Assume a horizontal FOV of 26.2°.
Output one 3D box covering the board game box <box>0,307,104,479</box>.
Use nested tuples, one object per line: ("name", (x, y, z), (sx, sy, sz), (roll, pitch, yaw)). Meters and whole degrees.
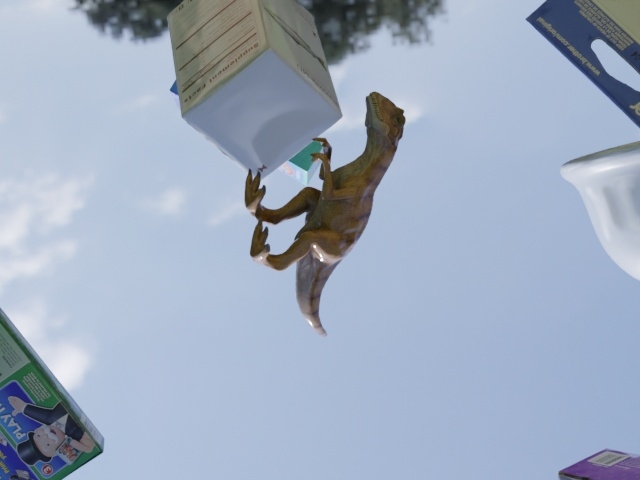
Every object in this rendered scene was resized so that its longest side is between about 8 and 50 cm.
("board game box", (-0.416, 0.163, 1.495), (0.214, 0.317, 0.046), (-35, -167, 3))

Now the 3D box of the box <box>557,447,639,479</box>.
("box", (0.300, 0.269, 1.001), (0.057, 0.200, 0.293), (-20, -174, -22))

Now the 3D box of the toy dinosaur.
("toy dinosaur", (0.000, 0.000, 0.945), (0.112, 0.211, 0.064), (6, -147, -28))

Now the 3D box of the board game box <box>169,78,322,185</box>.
("board game box", (-0.096, -0.153, 1.849), (0.210, 0.047, 0.160), (30, 175, 2))

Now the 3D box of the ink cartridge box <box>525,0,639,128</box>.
("ink cartridge box", (0.347, -0.212, 1.147), (0.311, 0.065, 0.186), (-38, -114, -6))

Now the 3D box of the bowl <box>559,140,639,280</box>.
("bowl", (0.336, -0.017, 1.019), (0.298, 0.134, 0.298), (-9, 179, 0))

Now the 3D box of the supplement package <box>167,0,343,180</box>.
("supplement package", (-0.063, -0.160, 1.252), (0.105, 0.105, 0.179), (-36, -142, 18))
